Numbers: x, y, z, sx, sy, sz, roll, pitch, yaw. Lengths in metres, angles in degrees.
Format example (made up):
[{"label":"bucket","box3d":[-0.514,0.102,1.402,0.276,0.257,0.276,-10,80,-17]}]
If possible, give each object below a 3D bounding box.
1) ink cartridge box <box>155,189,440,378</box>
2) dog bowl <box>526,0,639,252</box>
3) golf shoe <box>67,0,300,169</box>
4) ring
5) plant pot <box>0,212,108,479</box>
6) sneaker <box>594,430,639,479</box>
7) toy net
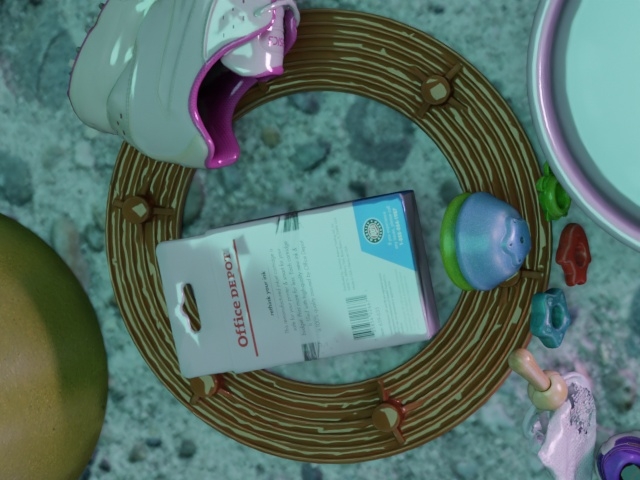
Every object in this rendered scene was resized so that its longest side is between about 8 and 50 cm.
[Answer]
[{"label":"ink cartridge box","box3d":[-0.015,0.031,1.188,0.180,0.060,0.104,-10,94,13]},{"label":"dog bowl","box3d":[0.273,-0.114,1.123,0.265,0.104,0.264,1,96,12]},{"label":"golf shoe","box3d":[-0.054,-0.189,1.168,0.140,0.115,0.306,34,106,25]},{"label":"ring","box3d":[0.000,0.000,1.229,0.337,0.032,0.336,1,95,12]},{"label":"plant pot","box3d":[-0.325,0.117,1.174,0.275,0.293,0.274,1,95,12]},{"label":"sneaker","box3d":[0.250,0.211,1.176,0.068,0.071,0.170,-43,86,12]},{"label":"toy net","box3d":[0.152,0.067,1.178,0.045,0.122,0.232,-3,110,37]}]
